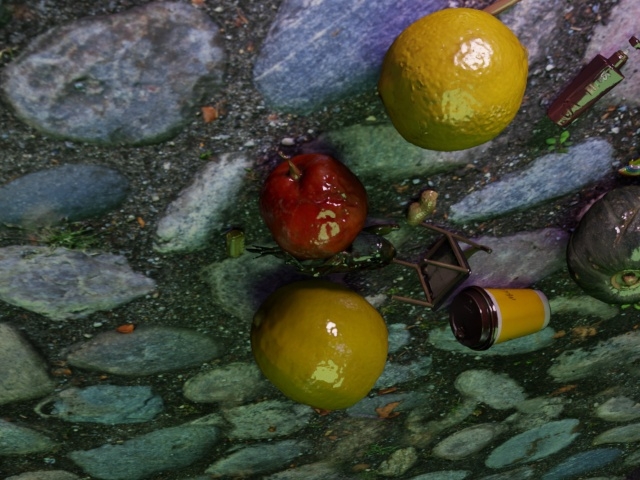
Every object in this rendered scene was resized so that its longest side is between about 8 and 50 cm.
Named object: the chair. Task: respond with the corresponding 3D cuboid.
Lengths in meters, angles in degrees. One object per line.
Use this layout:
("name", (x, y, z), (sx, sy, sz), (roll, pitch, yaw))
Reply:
("chair", (0.319, 0.076, 1.818), (0.272, 0.166, 0.188), (13, 132, -28))

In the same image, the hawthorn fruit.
("hawthorn fruit", (-0.028, -0.099, 1.486), (0.242, 0.241, 0.271), (-25, 127, 12))

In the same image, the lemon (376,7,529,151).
("lemon", (0.250, -0.302, 1.303), (0.293, 0.293, 0.293), (-8, 139, -7))

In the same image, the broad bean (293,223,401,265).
("broad bean", (0.063, 0.006, 1.761), (0.298, 0.043, 0.060), (-22, 147, 7))

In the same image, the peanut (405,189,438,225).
("peanut", (0.254, -0.083, 1.713), (0.054, 0.053, 0.113), (17, 128, -31))

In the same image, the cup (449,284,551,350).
("cup", (0.541, 0.223, 2.046), (0.280, 0.196, 0.196), (-4, 138, -23))

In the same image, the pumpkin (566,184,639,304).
("pumpkin", (0.831, 0.012, 1.828), (0.292, 0.257, 0.327), (21, 136, -18))

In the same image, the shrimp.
("shrimp", (0.002, 0.000, 1.683), (0.373, 0.171, 0.137), (8, 157, 0))

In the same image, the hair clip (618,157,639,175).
("hair clip", (0.861, -0.221, 1.746), (0.060, 0.033, 0.188), (24, 126, -37))

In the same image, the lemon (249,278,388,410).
("lemon", (-0.023, 0.261, 1.809), (0.365, 0.364, 0.364), (-8, 139, -7))

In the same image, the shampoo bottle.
("shampoo bottle", (0.608, -0.348, 1.504), (0.068, 0.067, 0.236), (24, 127, -25))

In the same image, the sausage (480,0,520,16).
("sausage", (0.343, -0.457, 1.340), (0.116, 0.026, 0.026), (-26, 138, 15))

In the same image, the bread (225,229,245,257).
("bread", (-0.211, 0.006, 1.689), (0.049, 0.033, 0.088), (-18, 145, -18))
